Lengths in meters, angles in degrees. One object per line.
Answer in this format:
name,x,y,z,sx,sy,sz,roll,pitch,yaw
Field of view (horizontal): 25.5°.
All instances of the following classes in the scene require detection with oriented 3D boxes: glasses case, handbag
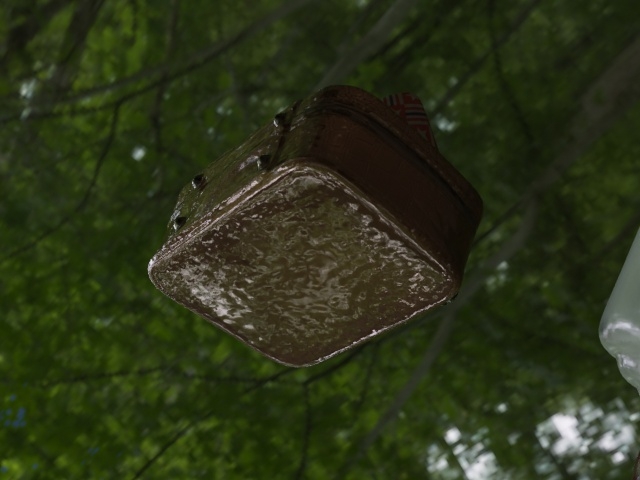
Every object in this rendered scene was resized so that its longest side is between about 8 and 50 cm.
glasses case,0.096,-0.058,1.459,0.073,0.049,0.194,-17,-98,-4
handbag,0.000,0.000,0.848,0.151,0.193,0.072,35,-131,-18

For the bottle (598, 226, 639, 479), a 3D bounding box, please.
bottle,0.173,-0.006,0.514,0.104,0.104,0.245,26,-98,-16
